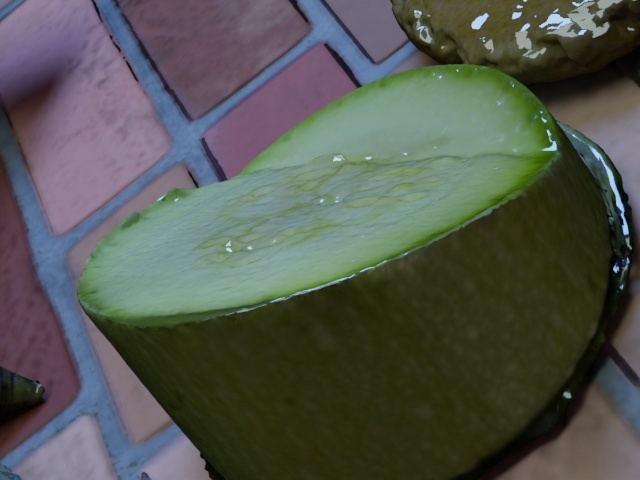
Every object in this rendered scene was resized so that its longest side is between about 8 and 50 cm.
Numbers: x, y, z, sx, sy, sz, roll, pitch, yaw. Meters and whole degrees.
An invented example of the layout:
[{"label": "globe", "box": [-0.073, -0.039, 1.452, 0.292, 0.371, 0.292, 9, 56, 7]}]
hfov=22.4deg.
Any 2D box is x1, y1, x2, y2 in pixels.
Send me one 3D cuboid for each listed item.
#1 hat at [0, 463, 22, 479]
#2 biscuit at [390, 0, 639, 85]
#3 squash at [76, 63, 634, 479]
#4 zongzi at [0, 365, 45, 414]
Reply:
[{"label": "hat", "box": [-0.245, 0.171, 0.716, 0.266, 0.128, 0.265, -24, 36, 19]}, {"label": "biscuit", "box": [0.130, -0.162, 0.794, 0.226, 0.042, 0.226, -24, 41, 23]}, {"label": "squash", "box": [0.010, -0.002, 0.676, 0.220, 0.133, 0.220, -25, 34, 18]}, {"label": "zongzi", "box": [-0.288, 0.010, 0.849, 0.241, 0.111, 0.247, -15, 68, -9]}]
